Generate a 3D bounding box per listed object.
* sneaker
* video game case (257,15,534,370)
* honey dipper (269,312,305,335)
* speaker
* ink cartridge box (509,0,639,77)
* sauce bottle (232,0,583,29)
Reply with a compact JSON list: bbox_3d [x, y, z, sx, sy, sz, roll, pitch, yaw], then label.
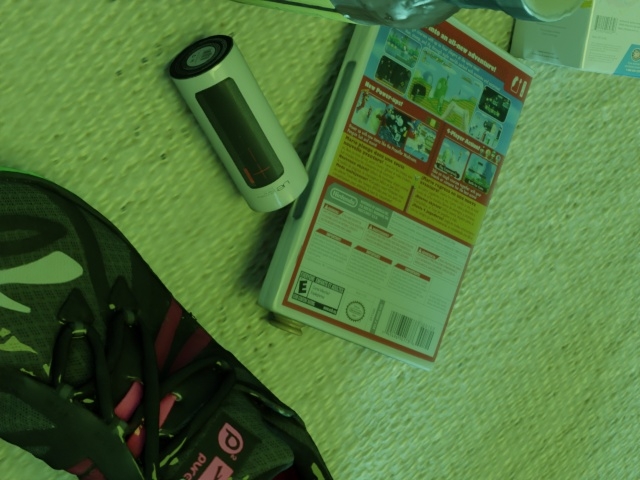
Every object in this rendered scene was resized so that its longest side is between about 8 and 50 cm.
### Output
[{"bbox_3d":[-0.125,0.110,0.982,0.483,0.202,0.185,40,78,-39],"label":"sneaker"},{"bbox_3d":[0.070,-0.050,1.173,0.204,0.025,0.285,24,84,-42],"label":"video game case"},{"bbox_3d":[0.000,0.000,1.155,0.030,0.030,0.161,22,89,-40],"label":"honey dipper"},{"bbox_3d":[-0.060,-0.087,1.064,0.055,0.055,0.136,-43,126,-19],"label":"speaker"},{"bbox_3d":[0.240,-0.223,1.228,0.092,0.090,0.143,2,102,-38],"label":"ink cartridge box"},{"bbox_3d":[0.031,-0.195,0.912,0.111,0.344,0.111,-14,113,-36],"label":"sauce bottle"}]
